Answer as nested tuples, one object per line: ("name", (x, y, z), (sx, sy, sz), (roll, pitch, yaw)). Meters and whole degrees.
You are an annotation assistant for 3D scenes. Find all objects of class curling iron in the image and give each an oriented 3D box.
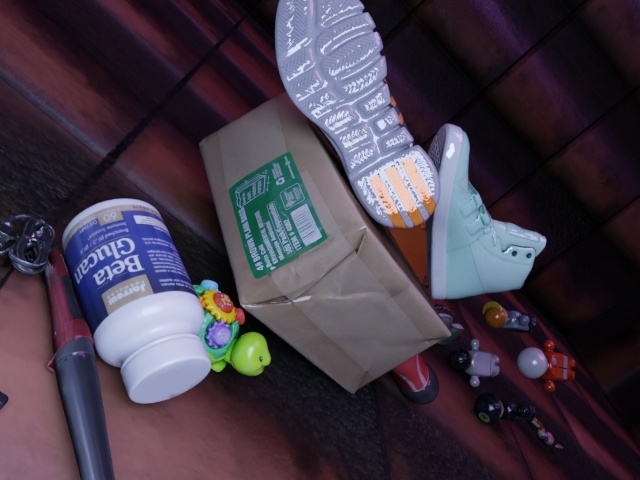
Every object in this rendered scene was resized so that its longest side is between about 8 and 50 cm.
("curling iron", (-0.204, 0.083, 0.437), (0.068, 0.035, 0.274), (16, 36, -53))

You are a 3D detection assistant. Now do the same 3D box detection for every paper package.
("paper package", (0.000, 0.000, 0.798), (0.309, 0.168, 0.324), (47, 14, -45))

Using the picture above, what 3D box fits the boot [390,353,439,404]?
("boot", (0.114, 0.163, 0.970), (0.176, 0.088, 0.244), (55, 4, -32))

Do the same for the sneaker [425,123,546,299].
("sneaker", (0.218, -0.037, 0.752), (0.094, 0.151, 0.255), (-87, 172, -57))

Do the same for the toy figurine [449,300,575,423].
("toy figurine", (0.386, 0.257, 1.189), (0.148, 0.213, 0.209), (15, 31, -33))

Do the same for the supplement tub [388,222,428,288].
("supplement tub", (0.219, -0.005, 1.339), (0.207, 0.207, 0.338), (49, 18, 1))

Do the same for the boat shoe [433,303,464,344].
("boat shoe", (0.247, 0.177, 1.243), (0.068, 0.081, 0.228), (55, 11, 29))

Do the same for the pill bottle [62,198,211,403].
("pill bottle", (-0.160, 0.052, 0.504), (0.094, 0.094, 0.169), (21, 32, -56))

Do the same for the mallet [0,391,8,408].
("mallet", (-0.275, 0.040, 0.365), (0.189, 0.039, 0.062), (46, 21, -22))

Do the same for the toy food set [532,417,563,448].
("toy food set", (0.550, 0.474, 1.429), (0.078, 0.019, 0.122), (28, 19, -49))

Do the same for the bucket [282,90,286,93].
("bucket", (-0.013, -0.155, 1.146), (0.281, 0.183, 0.281), (42, 18, -17))

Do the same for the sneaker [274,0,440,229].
("sneaker", (0.040, -0.160, 0.728), (0.180, 0.125, 0.320), (-56, 123, -85))

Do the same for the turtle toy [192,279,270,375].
("turtle toy", (-0.109, 0.092, 0.588), (0.130, 0.066, 0.095), (47, 18, -4))
